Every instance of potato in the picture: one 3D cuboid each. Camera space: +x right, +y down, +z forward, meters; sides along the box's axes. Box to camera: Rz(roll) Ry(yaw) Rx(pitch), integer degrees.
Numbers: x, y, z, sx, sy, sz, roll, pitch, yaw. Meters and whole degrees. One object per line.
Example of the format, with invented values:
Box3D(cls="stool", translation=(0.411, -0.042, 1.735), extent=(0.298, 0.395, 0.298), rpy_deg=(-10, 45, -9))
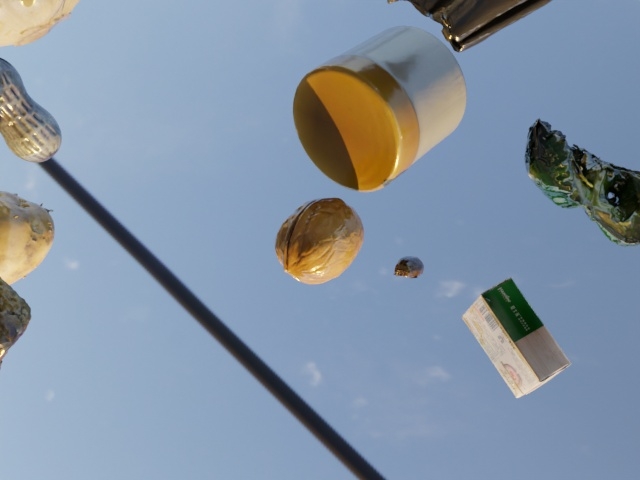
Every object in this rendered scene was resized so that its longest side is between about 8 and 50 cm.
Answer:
Box3D(cls="potato", translation=(-0.546, 0.002, 1.197), extent=(0.128, 0.235, 0.161), rpy_deg=(169, -83, -73))

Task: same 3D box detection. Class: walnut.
Box3D(cls="walnut", translation=(0.000, 0.000, 1.312), extent=(0.144, 0.180, 0.144), rpy_deg=(26, -44, 27))

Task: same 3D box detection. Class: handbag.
Box3D(cls="handbag", translation=(0.250, -0.435, 1.168), extent=(0.288, 0.152, 0.342), rpy_deg=(-37, -132, 0))

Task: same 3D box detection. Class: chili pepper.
Box3D(cls="chili pepper", translation=(0.436, -0.094, 1.232), extent=(0.148, 0.265, 0.116), rpy_deg=(-60, -177, -15))

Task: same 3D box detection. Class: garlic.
Box3D(cls="garlic", translation=(-0.443, -0.380, 1.076), extent=(0.229, 0.178, 0.143), rpy_deg=(-38, -160, -14))

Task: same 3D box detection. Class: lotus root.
Box3D(cls="lotus root", translation=(0.155, 0.044, 1.290), extent=(0.038, 0.083, 0.030), rpy_deg=(14, -76, 24))

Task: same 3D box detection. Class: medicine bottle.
Box3D(cls="medicine bottle", translation=(0.108, -0.240, 1.361), extent=(0.238, 0.232, 0.237), rpy_deg=(26, -44, 29))

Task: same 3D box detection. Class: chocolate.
Box3D(cls="chocolate", translation=(-0.383, -0.165, 0.923), extent=(0.072, 0.167, 0.072), rpy_deg=(-18, -139, 16))

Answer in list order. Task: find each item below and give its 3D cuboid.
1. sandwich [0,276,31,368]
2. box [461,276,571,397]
Box3D(cls="sandwich", translation=(-0.445, 0.062, 0.808), extent=(0.288, 0.254, 0.099), rpy_deg=(-40, -165, 55))
Box3D(cls="box", translation=(0.368, 0.188, 1.435), extent=(0.199, 0.081, 0.135), rpy_deg=(60, -17, 18))
